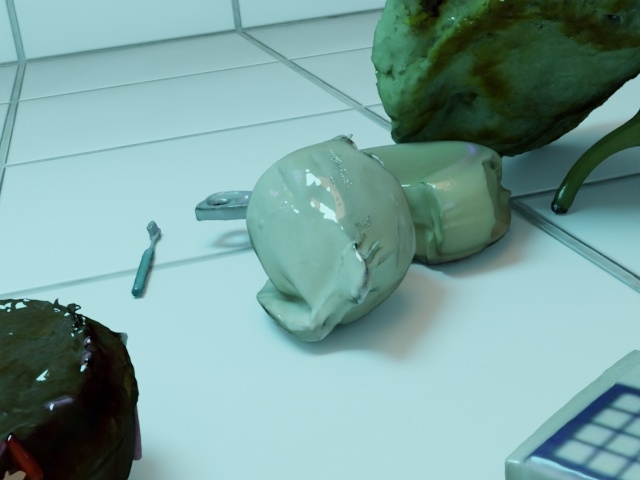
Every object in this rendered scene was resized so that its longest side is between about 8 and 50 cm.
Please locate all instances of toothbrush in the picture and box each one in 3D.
[{"bbox_3d":[-0.158,0.014,0.895,0.011,0.014,0.167,-23,20,5],"label":"toothbrush"}]

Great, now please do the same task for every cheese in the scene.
[{"bbox_3d":[0.021,-0.032,0.875,0.286,0.082,0.163,-3,18,18],"label":"cheese"}]

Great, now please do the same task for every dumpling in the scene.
[{"bbox_3d":[0.000,0.000,0.740,0.136,0.118,0.199,-43,25,20],"label":"dumpling"}]

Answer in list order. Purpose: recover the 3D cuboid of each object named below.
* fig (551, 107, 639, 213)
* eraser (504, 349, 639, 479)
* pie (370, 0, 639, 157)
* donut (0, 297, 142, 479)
[{"bbox_3d":[0.317,-0.095,0.894,0.245,0.149,0.149,-20,19,7],"label":"fig"},{"bbox_3d":[0.218,0.125,0.365,0.279,0.081,0.124,13,28,43],"label":"eraser"},{"bbox_3d":[0.233,-0.208,0.918,0.395,0.418,0.180,-14,64,-36],"label":"pie"},{"bbox_3d":[-0.218,0.115,0.509,0.270,0.103,0.269,-8,21,3],"label":"donut"}]
